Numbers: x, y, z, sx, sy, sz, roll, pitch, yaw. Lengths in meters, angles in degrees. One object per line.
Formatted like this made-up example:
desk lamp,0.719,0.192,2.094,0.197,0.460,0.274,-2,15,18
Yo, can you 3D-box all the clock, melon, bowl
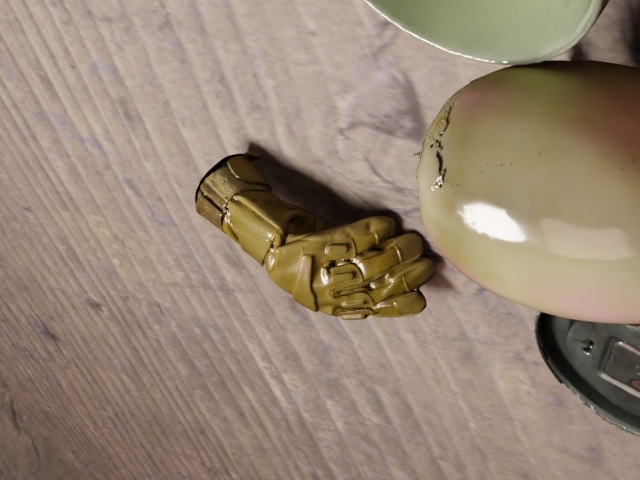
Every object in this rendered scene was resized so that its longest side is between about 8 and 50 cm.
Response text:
clock,0.386,0.140,1.586,0.281,0.055,0.280,28,151,18
melon,0.228,-0.043,1.165,0.317,0.223,0.223,17,145,34
bowl,0.129,-0.306,1.115,0.307,0.163,0.307,28,151,17

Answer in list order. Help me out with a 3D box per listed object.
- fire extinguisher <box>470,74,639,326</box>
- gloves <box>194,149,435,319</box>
fire extinguisher,0.260,-0.052,1.363,0.344,0.138,0.102,53,164,-27
gloves,-0.011,0.010,1.759,0.331,0.141,0.154,32,150,11
